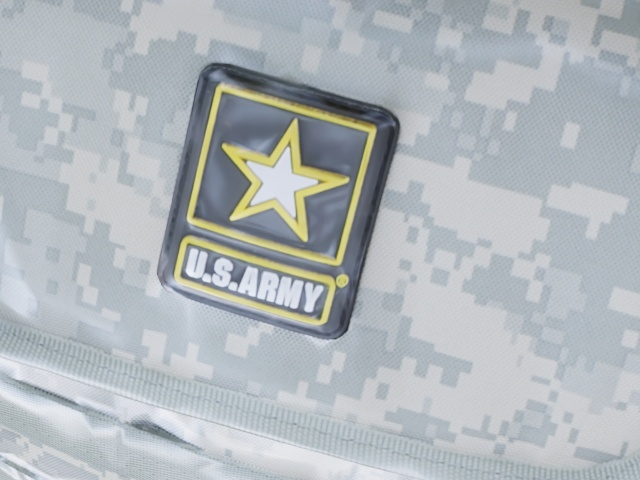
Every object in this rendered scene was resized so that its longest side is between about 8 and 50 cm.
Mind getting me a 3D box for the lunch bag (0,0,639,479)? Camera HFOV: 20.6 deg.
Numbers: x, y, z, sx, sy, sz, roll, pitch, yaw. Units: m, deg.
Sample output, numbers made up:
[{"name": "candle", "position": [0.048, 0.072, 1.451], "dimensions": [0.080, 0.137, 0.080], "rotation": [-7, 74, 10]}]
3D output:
[{"name": "lunch bag", "position": [0.000, 0.000, 0.537], "dimensions": [0.235, 0.169, 0.287], "rotation": [15, 144, 7]}]
